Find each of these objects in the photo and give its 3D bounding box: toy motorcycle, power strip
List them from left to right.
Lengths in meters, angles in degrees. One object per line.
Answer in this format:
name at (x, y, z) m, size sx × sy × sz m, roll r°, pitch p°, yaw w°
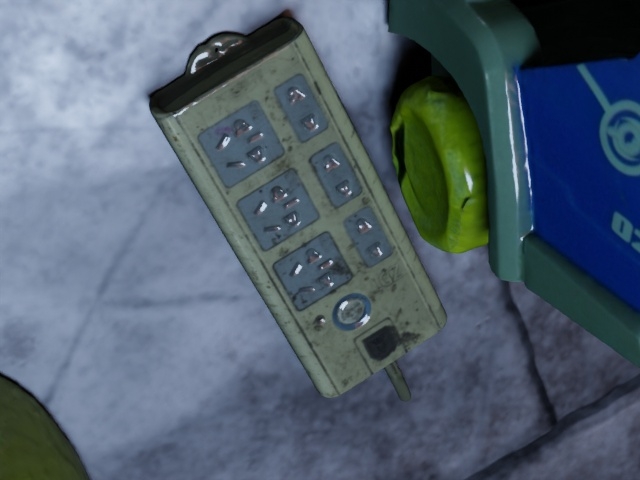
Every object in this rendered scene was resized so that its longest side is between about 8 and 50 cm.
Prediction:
power strip at (0.000, 0.000, 0.763) m, size 0.092 × 0.034 × 0.268 m, roll -32°, pitch 123°, yaw -5°
toy motorcycle at (0.172, -0.059, 0.633) m, size 0.191 × 0.326 × 0.200 m, roll -14°, pitch 118°, yaw -16°

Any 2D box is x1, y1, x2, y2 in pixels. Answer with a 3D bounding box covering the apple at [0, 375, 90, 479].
apple at (-0.291, 0.246, 0.738) m, size 0.320 × 0.311 × 0.360 m, roll -40°, pitch 143°, yaw -57°
